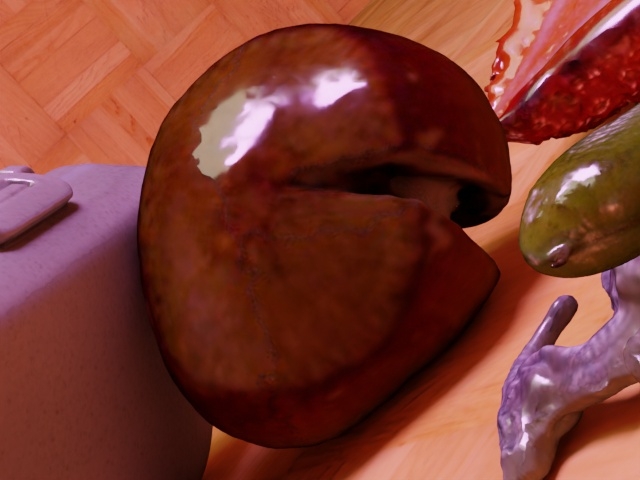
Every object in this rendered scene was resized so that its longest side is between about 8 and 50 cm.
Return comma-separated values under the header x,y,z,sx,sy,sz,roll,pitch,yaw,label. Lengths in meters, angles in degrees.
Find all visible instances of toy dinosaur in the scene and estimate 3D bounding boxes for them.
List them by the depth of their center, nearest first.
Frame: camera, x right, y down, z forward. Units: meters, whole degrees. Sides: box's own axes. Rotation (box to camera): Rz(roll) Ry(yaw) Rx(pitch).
x,y,z,sx,sy,sz,roll,pitch,yaw,label
0.168,-0.020,0.556,0.294,0.077,0.162,-46,18,-10,toy dinosaur

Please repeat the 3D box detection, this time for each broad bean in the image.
x,y,z,sx,sy,sz,roll,pitch,yaw,label
0.157,-0.077,0.496,0.256,0.053,0.052,-49,-6,-17,broad bean

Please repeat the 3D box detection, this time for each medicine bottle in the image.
x,y,z,sx,sy,sz,roll,pitch,yaw,label
-0.172,0.108,0.798,0.123,0.282,0.375,1,19,18,medicine bottle

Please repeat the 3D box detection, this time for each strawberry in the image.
x,y,z,sx,sy,sz,roll,pitch,yaw,label
0.207,-0.139,0.873,0.174,0.098,0.228,6,60,56,strawberry

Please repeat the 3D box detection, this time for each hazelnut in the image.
x,y,z,sx,sy,sz,roll,pitch,yaw,label
0.000,0.000,0.804,0.251,0.217,0.217,-69,15,-8,hazelnut
